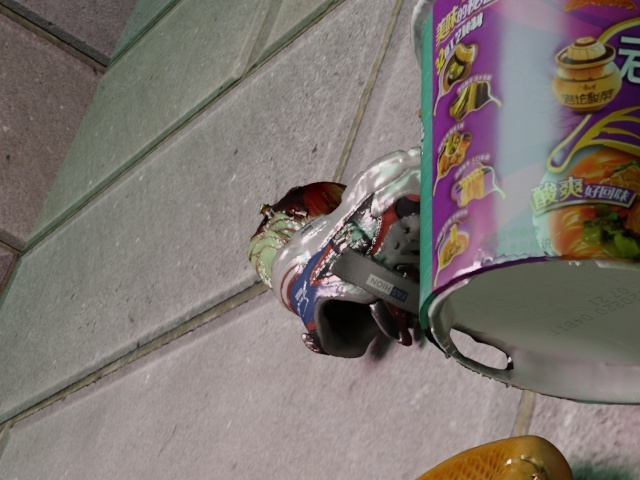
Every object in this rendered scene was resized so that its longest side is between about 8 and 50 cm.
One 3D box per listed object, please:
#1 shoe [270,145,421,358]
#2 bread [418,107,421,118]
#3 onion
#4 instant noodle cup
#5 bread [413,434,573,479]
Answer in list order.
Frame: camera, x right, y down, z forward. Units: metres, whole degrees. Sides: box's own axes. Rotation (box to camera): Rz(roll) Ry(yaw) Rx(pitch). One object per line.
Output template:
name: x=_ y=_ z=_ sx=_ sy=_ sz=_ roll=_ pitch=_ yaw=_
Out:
shoe: x=0.053 y=0.020 z=1.192 sx=0.227 sy=0.099 sz=0.125 roll=-38 pitch=39 yaw=28
bread: x=0.148 y=-0.132 z=1.234 sx=0.103 sy=0.065 sz=0.187 roll=-67 pitch=19 yaw=-4
onion: x=0.000 y=0.000 z=1.327 sx=0.117 sy=0.118 sz=0.118 roll=-36 pitch=30 yaw=43
instant noodle cup: x=0.161 y=-0.028 z=0.826 sx=0.251 sy=0.251 sz=0.190 roll=-31 pitch=43 yaw=53
bread: x=0.094 y=0.179 z=0.908 sx=0.114 sy=0.077 sz=0.189 roll=-49 pitch=10 yaw=-36
